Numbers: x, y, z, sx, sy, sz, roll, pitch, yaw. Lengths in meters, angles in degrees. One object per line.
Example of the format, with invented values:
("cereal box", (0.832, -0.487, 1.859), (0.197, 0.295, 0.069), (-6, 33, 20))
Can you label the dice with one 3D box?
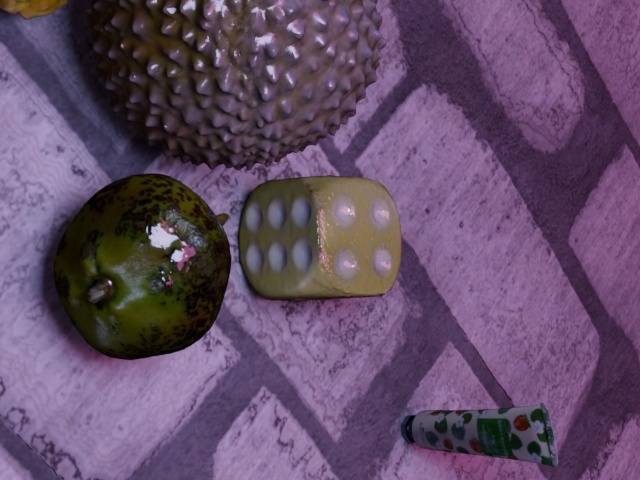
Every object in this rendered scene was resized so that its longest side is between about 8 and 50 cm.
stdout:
("dice", (0.000, 0.000, 1.722), (0.169, 0.169, 0.166), (3, 83, -44))

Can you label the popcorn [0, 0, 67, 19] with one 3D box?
("popcorn", (-0.346, -0.350, 1.455), (0.148, 0.152, 0.167), (-25, 106, -14))

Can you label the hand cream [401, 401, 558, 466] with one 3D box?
("hand cream", (0.236, 0.287, 1.844), (0.059, 0.276, 0.095), (-15, 96, -44))

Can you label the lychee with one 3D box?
("lychee", (-0.110, -0.283, 1.510), (0.432, 0.380, 0.380), (78, 23, -72))

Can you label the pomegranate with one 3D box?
("pomegranate", (-0.216, 0.011, 1.512), (0.204, 0.222, 0.276), (34, 30, -28))
